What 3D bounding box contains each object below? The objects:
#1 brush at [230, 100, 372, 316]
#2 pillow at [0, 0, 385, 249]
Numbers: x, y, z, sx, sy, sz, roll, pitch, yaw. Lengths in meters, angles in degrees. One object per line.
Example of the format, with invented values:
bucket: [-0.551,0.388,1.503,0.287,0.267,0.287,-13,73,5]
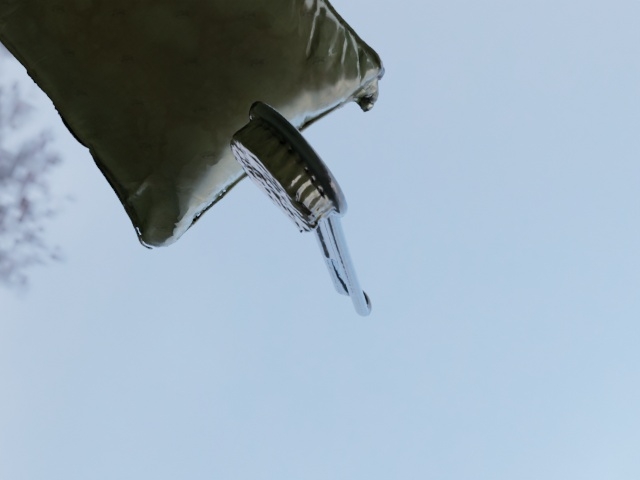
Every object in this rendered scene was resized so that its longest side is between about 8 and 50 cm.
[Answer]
brush: [0.000,0.000,0.864,0.027,0.266,0.062,-41,-108,-6]
pillow: [-0.117,-0.154,1.053,0.185,0.302,0.075,-38,-177,13]
